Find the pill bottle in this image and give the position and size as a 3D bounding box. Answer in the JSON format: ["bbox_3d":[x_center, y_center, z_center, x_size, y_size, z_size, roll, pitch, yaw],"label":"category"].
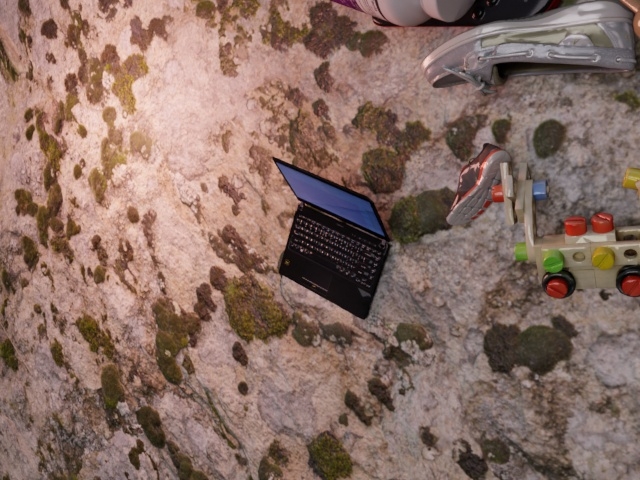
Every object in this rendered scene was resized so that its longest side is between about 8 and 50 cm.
[{"bbox_3d":[0.098,-0.461,0.971,0.323,0.181,0.181,34,113,33],"label":"pill bottle"}]

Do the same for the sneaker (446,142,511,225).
[{"bbox_3d":[0.264,-0.097,1.032,0.158,0.061,0.065,-58,37,24],"label":"sneaker"}]

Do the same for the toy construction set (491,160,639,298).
[{"bbox_3d":[0.402,-0.030,0.872,0.328,0.151,0.215,4,122,42],"label":"toy construction set"}]

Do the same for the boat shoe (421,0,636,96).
[{"bbox_3d":[0.311,-0.281,0.933,0.320,0.118,0.103,-5,88,29],"label":"boat shoe"}]

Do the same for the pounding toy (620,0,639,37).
[{"bbox_3d":[0.436,-0.375,0.705,0.237,0.110,0.183,-43,67,33],"label":"pounding toy"}]

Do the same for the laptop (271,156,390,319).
[{"bbox_3d":[0.000,0.000,1.167,0.234,0.136,0.264,27,110,31],"label":"laptop"}]

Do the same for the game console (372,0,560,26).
[{"bbox_3d":[0.250,-0.548,0.980,0.342,0.060,0.386,15,103,33],"label":"game console"}]
